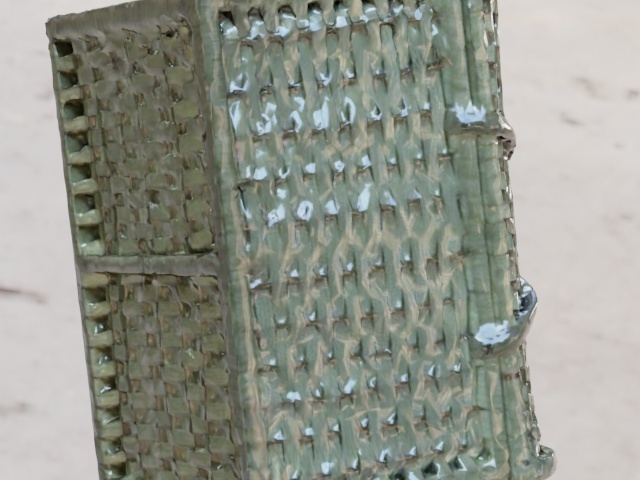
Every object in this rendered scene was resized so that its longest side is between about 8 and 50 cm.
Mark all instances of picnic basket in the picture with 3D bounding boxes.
[{"bbox_3d":[0.000,0.000,0.757,0.154,0.196,0.134,-9,4,-32],"label":"picnic basket"}]
